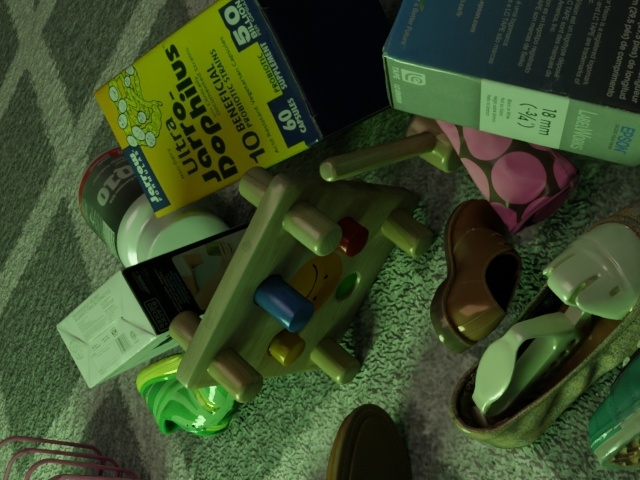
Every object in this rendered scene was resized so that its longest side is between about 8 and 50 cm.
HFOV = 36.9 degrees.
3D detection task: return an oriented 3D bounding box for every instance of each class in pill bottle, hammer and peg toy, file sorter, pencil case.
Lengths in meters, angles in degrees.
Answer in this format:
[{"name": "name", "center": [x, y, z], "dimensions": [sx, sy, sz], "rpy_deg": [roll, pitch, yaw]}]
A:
[{"name": "pill bottle", "center": [-0.248, -0.030, 1.443], "dimensions": [0.283, 0.161, 0.161], "rpy_deg": [36, 108, 51]}, {"name": "hammer and peg toy", "center": [0.000, 0.000, 1.032], "dimensions": [0.127, 0.266, 0.361], "rpy_deg": [39, 112, 30]}, {"name": "file sorter", "center": [-0.370, 0.419, 1.424], "dimensions": [0.291, 0.202, 0.182], "rpy_deg": [10, 85, 53]}, {"name": "pencil case", "center": [0.170, -0.115, 0.932], "dimensions": [0.098, 0.095, 0.209], "rpy_deg": [-38, 81, 34]}]

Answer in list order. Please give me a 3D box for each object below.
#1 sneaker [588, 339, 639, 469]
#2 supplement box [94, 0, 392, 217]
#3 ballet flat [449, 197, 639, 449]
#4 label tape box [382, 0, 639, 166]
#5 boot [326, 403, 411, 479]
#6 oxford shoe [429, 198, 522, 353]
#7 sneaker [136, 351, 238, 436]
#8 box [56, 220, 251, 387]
[{"name": "sneaker", "center": [0.314, 0.055, 0.745], "dimensions": [0.302, 0.108, 0.121], "rpy_deg": [-47, 44, 21]}, {"name": "supplement box", "center": [-0.090, -0.188, 1.207], "dimensions": [0.357, 0.195, 0.194], "rpy_deg": [-20, 98, 48]}, {"name": "ballet flat", "center": [0.223, 0.072, 0.848], "dimensions": [0.316, 0.106, 0.107], "rpy_deg": [-58, 42, 22]}, {"name": "label tape box", "center": [0.248, -0.197, 0.822], "dimensions": [0.334, 0.106, 0.240], "rpy_deg": [16, 72, 14]}, {"name": "boot", "center": [-0.002, 0.327, 1.078], "dimensions": [0.220, 0.109, 0.283], "rpy_deg": [-14, 75, 54]}, {"name": "oxford shoe", "center": [0.163, 0.021, 0.927], "dimensions": [0.076, 0.076, 0.212], "rpy_deg": [-34, 22, 31]}, {"name": "sneaker", "center": [-0.134, 0.195, 1.293], "dimensions": [0.295, 0.109, 0.123], "rpy_deg": [-25, 81, 45]}, {"name": "box", "center": [-0.158, 0.065, 1.189], "dimensions": [0.169, 0.290, 0.087], "rpy_deg": [-36, 81, 42]}]
